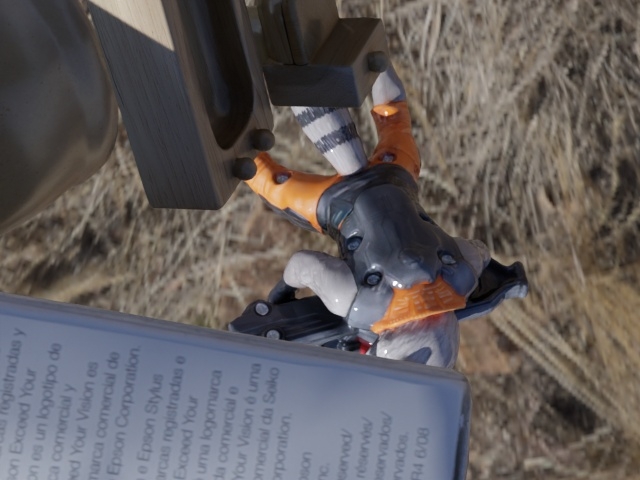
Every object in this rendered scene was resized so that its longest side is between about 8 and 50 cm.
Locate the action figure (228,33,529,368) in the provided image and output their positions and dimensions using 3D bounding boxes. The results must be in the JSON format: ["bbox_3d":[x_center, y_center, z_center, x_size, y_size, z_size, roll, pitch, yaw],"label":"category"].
[{"bbox_3d":[0.000,0.000,1.279,0.341,0.330,0.178,-22,154,-15],"label":"action figure"}]

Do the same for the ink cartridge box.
[{"bbox_3d":[-0.151,0.068,0.539,0.330,0.324,0.071,10,76,-10],"label":"ink cartridge box"}]

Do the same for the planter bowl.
[{"bbox_3d":[-0.170,-0.054,0.552,0.162,0.109,0.162,27,145,21],"label":"planter bowl"}]

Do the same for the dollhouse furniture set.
[{"bbox_3d":[0.015,-0.108,0.463,0.123,0.151,0.144,2,126,22],"label":"dollhouse furniture set"}]
